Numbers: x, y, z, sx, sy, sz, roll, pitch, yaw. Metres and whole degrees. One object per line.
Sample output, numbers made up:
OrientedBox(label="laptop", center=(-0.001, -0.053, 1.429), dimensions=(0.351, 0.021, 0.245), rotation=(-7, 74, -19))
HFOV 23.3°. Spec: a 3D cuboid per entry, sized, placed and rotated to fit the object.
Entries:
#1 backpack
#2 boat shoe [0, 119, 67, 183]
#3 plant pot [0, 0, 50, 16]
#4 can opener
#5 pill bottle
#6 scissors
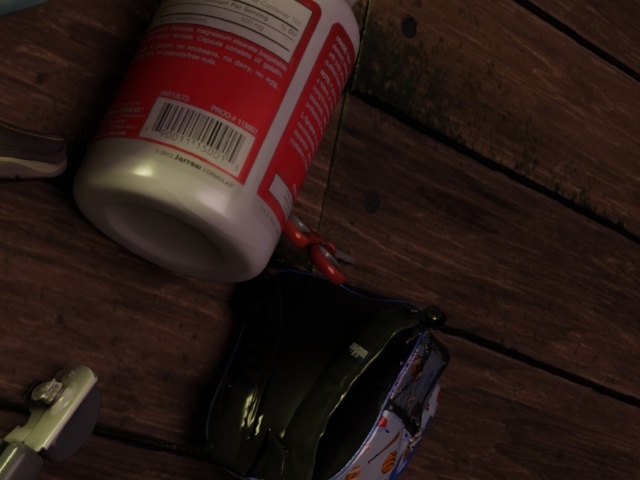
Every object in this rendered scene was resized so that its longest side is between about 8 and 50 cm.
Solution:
OrientedBox(label="backpack", center=(0.000, 0.191, 1.816), dimensions=(0.263, 0.276, 0.213), rotation=(-58, 139, -24))
OrientedBox(label="boat shoe", center=(-0.394, -0.132, 1.506), dimensions=(0.355, 0.132, 0.130), rotation=(11, 82, -45))
OrientedBox(label="plant pot", center=(-0.346, -0.332, 1.490), dimensions=(0.252, 0.248, 0.247), rotation=(-36, 115, -21))
OrientedBox(label="can opener", center=(-0.315, 0.243, 1.615), dimensions=(0.280, 0.074, 0.093), rotation=(-53, 124, -30))
OrientedBox(label="pill bottle", center=(-0.094, -0.177, 1.730), dimensions=(0.229, 0.229, 0.408), rotation=(40, 63, -36))
OrientedBox(label="scissors", center=(0.000, 0.000, 1.870), dimensions=(0.109, 0.297, 0.021), rotation=(45, 98, 1))
